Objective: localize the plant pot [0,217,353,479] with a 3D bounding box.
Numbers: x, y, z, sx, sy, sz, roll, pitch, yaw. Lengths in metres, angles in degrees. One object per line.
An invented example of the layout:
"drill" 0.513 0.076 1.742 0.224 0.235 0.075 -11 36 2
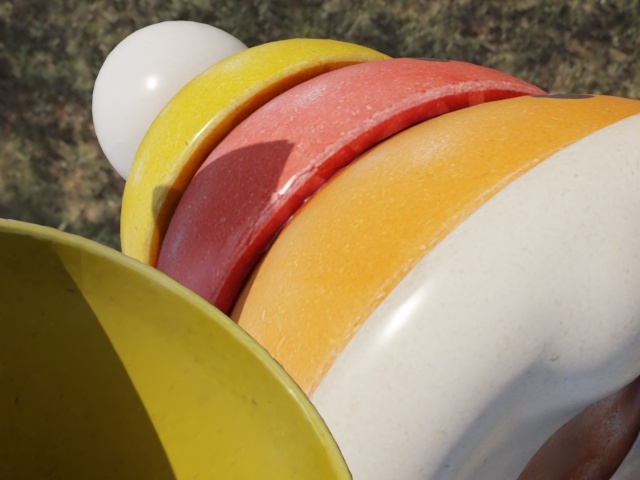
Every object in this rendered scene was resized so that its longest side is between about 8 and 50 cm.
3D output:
"plant pot" -0.071 0.073 0.277 0.134 0.134 0.095 33 116 -4

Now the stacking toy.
"stacking toy" 0.000 0.000 0.675 0.480 0.350 0.350 41 163 40
